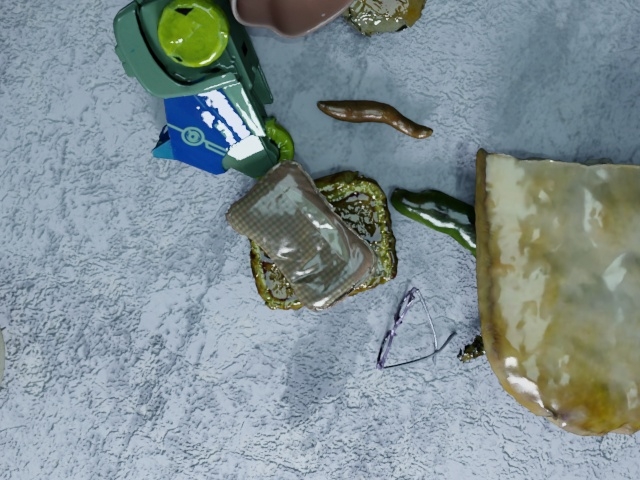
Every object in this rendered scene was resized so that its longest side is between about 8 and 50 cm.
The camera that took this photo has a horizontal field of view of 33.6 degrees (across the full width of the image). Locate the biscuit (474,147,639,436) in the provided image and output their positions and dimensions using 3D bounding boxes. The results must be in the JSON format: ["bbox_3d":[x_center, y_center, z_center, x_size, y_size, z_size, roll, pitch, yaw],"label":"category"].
[{"bbox_3d":[0.440,0.072,1.580,0.429,0.104,0.446,-5,98,-11],"label":"biscuit"}]

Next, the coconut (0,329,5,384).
[{"bbox_3d":[-0.583,0.161,1.510,0.245,0.247,0.245,-10,109,-30],"label":"coconut"}]

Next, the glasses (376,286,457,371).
[{"bbox_3d":[0.155,0.152,1.612,0.104,0.062,0.140,25,98,-6],"label":"glasses"}]

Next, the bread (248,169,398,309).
[{"bbox_3d":[0.000,0.000,1.567,0.222,0.096,0.181,-15,97,3],"label":"bread"}]

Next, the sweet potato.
[{"bbox_3d":[0.081,-0.186,1.570,0.179,0.044,0.044,11,98,-10],"label":"sweet potato"}]

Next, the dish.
[{"bbox_3d":[-0.035,-0.379,1.417,0.213,0.213,0.090,-31,59,3],"label":"dish"}]

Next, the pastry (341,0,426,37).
[{"bbox_3d":[0.085,-0.371,1.523,0.153,0.081,0.153,0,89,0],"label":"pastry"}]

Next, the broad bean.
[{"bbox_3d":[0.220,0.033,1.599,0.144,0.049,0.292,-25,96,-4],"label":"broad bean"}]

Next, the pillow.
[{"bbox_3d":[-0.022,-0.004,1.503,0.135,0.034,0.211,-42,98,6],"label":"pillow"}]

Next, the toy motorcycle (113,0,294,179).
[{"bbox_3d":[-0.173,-0.215,1.501,0.200,0.191,0.326,-15,117,11],"label":"toy motorcycle"}]
